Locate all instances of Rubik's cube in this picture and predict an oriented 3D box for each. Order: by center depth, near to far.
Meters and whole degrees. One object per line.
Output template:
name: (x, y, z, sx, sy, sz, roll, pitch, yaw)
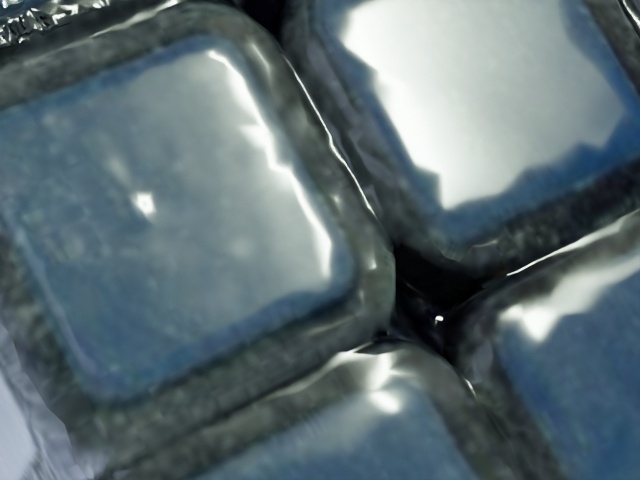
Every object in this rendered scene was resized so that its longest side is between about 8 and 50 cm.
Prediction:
Rubik's cube: (0.000, 0.000, 0.540, 0.301, 0.304, 0.305, -24, 79, -23)
